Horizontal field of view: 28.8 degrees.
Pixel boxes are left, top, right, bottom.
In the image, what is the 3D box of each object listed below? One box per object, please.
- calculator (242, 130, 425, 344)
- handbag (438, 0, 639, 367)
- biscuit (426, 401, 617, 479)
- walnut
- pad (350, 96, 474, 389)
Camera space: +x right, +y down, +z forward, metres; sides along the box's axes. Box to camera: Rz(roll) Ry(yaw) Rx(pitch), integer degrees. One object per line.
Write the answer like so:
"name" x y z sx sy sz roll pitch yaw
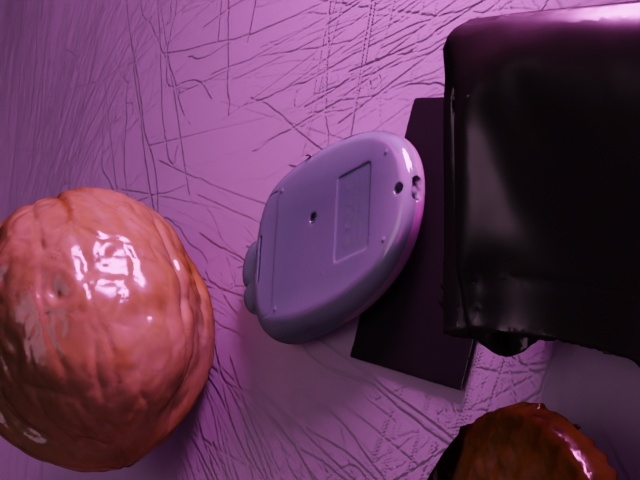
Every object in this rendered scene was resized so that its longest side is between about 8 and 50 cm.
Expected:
"calculator" 0.000 0.000 1.178 0.299 0.041 0.186 -27 54 51
"handbag" 0.195 -0.033 0.831 0.285 0.113 0.257 9 89 51
"biscuit" 0.128 0.265 0.809 0.318 0.040 0.318 -174 90 -71
"walnut" -0.248 0.098 1.325 0.277 0.252 0.313 -45 52 38
"pad" 0.100 -0.006 1.062 0.170 0.006 0.246 8 82 59
